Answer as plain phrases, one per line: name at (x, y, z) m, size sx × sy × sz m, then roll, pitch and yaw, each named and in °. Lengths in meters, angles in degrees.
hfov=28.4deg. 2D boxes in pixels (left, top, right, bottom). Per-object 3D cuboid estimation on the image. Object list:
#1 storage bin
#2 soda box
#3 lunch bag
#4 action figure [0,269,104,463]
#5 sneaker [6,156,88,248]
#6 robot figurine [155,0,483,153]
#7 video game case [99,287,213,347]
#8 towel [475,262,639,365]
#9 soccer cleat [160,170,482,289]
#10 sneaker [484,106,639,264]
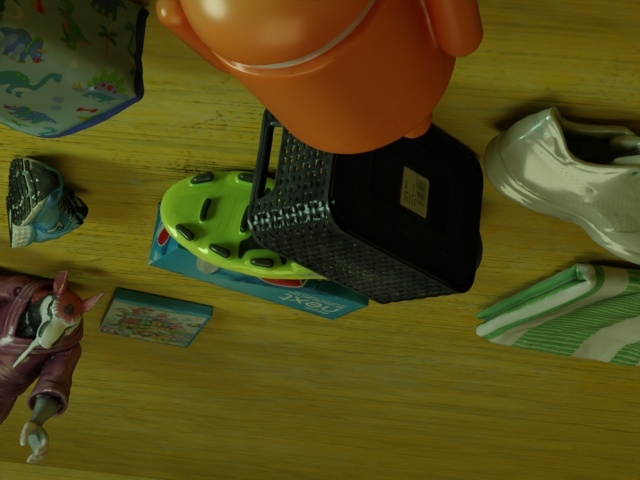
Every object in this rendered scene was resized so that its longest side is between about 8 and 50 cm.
storage bin at (0.040, -0.034, 0.980) m, size 0.084 × 0.122 × 0.180 m, roll -12°, pitch 152°, yaw 41°
soda box at (-0.055, 0.014, 1.222) m, size 0.210 × 0.067 × 0.071 m, roll 17°, pitch 158°, yaw -27°
lunch bag at (-0.211, -0.128, 0.856) m, size 0.151 × 0.096 × 0.129 m, roll -22°, pitch 146°, yaw 37°
action figure at (-0.376, 0.148, 1.521) m, size 0.370 × 0.248 × 0.276 m, roll -33°, pitch 176°, yaw 26°
sneaker at (-0.255, -0.039, 1.190) m, size 0.073 × 0.063 × 0.162 m, roll -5°, pitch 168°, yaw -19°
robot figurine at (0.002, -0.133, 0.726) m, size 0.158 × 0.128 × 0.219 m, roll 37°, pitch 178°, yaw 33°
video game case at (-0.208, 0.099, 1.578) m, size 0.119 × 0.015 × 0.166 m, roll 12°, pitch 159°, yaw -12°
towel at (0.359, 0.096, 1.340) m, size 0.325 × 0.038 × 0.248 m, roll 14°, pitch 158°, yaw -17°
soccer cleat at (0.000, 0.001, 1.137) m, size 0.289 × 0.093 × 0.121 m, roll 7°, pitch 166°, yaw 3°
sneaker at (0.236, -0.044, 0.965) m, size 0.212 × 0.080 × 0.094 m, roll 17°, pitch 146°, yaw -22°
